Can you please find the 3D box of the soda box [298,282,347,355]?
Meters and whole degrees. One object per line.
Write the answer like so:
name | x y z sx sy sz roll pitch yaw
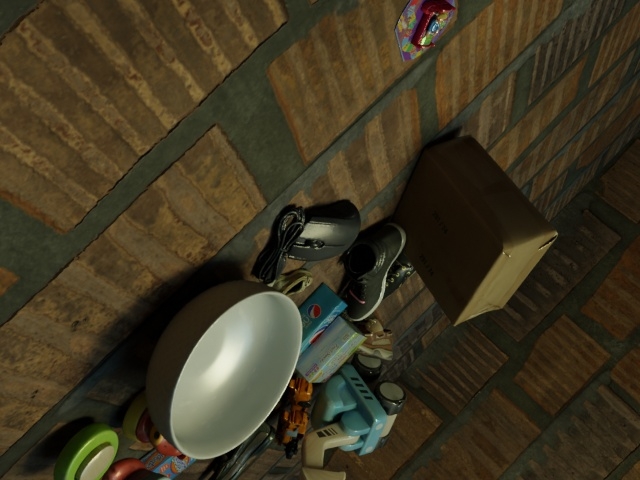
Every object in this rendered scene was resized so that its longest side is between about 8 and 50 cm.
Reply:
soda box | -0.034 0.208 1.677 0.210 0.071 0.067 -47 159 0

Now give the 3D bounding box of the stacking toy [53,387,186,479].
stacking toy | -0.366 0.462 1.299 0.279 0.130 0.309 -14 124 -62

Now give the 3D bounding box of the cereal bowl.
cereal bowl | -0.192 0.221 1.255 0.339 0.141 0.339 -34 135 -41

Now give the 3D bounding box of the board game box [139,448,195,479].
board game box | -0.399 0.558 1.646 0.210 0.047 0.160 -35 156 -29

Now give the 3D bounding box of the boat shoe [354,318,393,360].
boat shoe | 0.135 0.298 2.121 0.324 0.123 0.116 30 69 -59

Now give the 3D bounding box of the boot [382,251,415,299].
boot | 0.185 0.095 1.842 0.236 0.085 0.178 -55 165 29

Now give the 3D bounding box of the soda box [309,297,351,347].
soda box | 0.030 0.237 1.870 0.169 0.053 0.060 -55 156 20

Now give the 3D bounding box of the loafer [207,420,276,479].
loafer | -0.254 0.638 2.039 0.267 0.084 0.096 -44 -165 -1

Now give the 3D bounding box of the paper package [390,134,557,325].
paper package | 0.340 -0.021 1.602 0.168 0.325 0.309 -15 146 -28

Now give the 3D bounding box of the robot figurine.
robot figurine | -0.084 0.541 2.076 0.291 0.085 0.211 108 -6 -54

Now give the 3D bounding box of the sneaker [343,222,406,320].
sneaker | 0.098 0.092 1.690 0.147 0.104 0.296 -17 138 -48

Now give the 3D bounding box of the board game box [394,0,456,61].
board game box | 0.189 -0.366 1.143 0.133 0.033 0.169 -46 158 -2

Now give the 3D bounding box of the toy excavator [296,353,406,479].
toy excavator | 0.057 0.579 2.104 0.445 0.433 0.222 -5 128 -32

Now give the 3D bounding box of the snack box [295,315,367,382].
snack box | 0.029 0.288 1.772 0.174 0.070 0.207 -47 162 0

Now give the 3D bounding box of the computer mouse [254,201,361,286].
computer mouse | 0.000 0.000 1.378 0.272 0.072 0.188 -20 145 -49

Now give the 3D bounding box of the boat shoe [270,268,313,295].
boat shoe | -0.059 0.099 1.473 0.056 0.048 0.153 -54 157 19
